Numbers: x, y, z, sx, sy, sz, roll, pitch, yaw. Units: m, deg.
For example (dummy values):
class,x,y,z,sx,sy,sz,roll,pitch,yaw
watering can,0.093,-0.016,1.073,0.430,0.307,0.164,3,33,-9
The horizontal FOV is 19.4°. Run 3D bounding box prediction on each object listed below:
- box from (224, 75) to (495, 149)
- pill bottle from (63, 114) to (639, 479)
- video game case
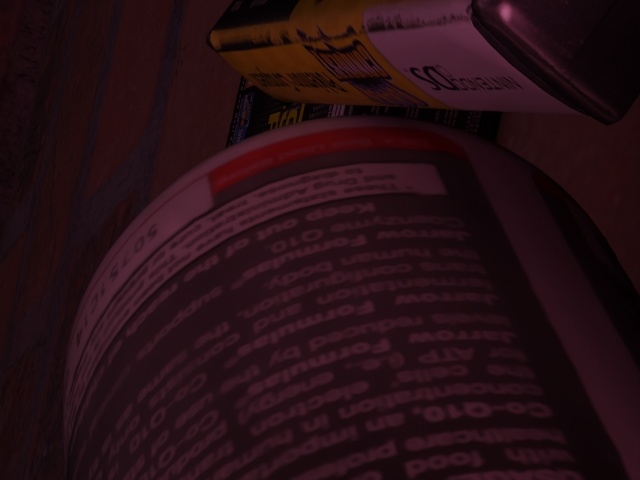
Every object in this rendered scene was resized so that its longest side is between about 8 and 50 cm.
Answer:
class,x,y,z,sx,sy,sz,roll,pitch,yaw
box,0.000,0.000,0.788,0.216,0.060,0.270,179,104,-75
pill bottle,0.026,0.096,0.403,0.283,0.161,0.161,-106,33,-63
video game case,0.090,-0.144,0.430,0.275,0.035,0.248,-52,14,-5
